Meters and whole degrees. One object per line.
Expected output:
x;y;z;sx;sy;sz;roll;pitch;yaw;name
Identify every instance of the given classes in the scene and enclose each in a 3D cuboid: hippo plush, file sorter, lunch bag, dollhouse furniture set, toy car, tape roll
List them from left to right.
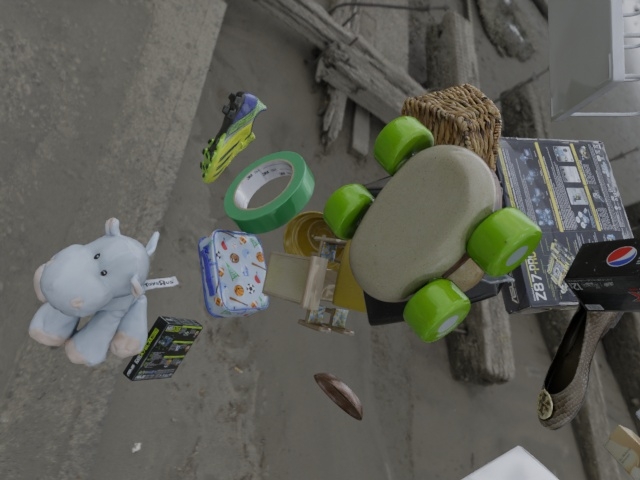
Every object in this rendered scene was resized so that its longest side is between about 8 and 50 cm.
-0.383;0.100;0.892;0.294;0.236;0.235;-21;85;-31;hippo plush
-0.302;0.108;1.648;0.243;0.114;0.304;5;67;-49;lunch bag
-0.178;-0.168;1.654;0.077;0.321;0.321;56;40;-41;tape roll
0.019;0.101;1.089;0.242;0.161;0.212;14;85;-37;dollhouse furniture set
0.125;-0.003;0.461;0.188;0.149;0.155;13;32;-50;toy car
0.513;-0.364;0.812;0.172;0.193;0.278;1;86;0;file sorter

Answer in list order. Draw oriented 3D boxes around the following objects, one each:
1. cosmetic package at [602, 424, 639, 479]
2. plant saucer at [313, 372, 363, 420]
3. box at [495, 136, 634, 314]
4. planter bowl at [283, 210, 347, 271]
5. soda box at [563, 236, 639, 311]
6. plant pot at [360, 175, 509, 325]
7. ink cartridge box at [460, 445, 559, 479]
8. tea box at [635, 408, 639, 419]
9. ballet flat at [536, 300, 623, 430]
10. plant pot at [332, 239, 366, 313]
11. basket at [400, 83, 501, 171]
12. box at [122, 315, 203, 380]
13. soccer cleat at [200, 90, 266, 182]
0.618;0.425;0.943;0.041;0.060;0.115;27;11;-12;cosmetic package
0.062;0.470;1.480;0.036;0.198;0.199;-43;99;-22;plant saucer
0.541;-0.040;1.095;0.317;0.097;0.395;-2;71;-16;box
0.000;0.000;1.506;0.217;0.217;0.090;53;29;-5;planter bowl
0.329;0.031;0.457;0.053;0.169;0.060;48;65;-15;soda box
0.163;-0.001;0.664;0.188;0.166;0.188;-26;108;-58;plant pot
0.260;0.496;0.772;0.207;0.283;0.117;-10;32;-32;ink cartridge box
0.982;0.452;1.070;0.219;0.329;0.324;11;46;-46;tea box
0.391;0.175;0.749;0.058;0.084;0.250;21;99;-10;ballet flat
0.168;0.039;1.019;0.212;0.212;0.187;-16;111;-52;plant pot
0.313;-0.180;1.104;0.223;0.299;0.213;-22;42;-34;basket
-0.439;0.306;1.364;0.045;0.190;0.184;29;88;20;box
-0.247;-0.278;1.366;0.121;0.289;0.093;16;24;-37;soccer cleat
